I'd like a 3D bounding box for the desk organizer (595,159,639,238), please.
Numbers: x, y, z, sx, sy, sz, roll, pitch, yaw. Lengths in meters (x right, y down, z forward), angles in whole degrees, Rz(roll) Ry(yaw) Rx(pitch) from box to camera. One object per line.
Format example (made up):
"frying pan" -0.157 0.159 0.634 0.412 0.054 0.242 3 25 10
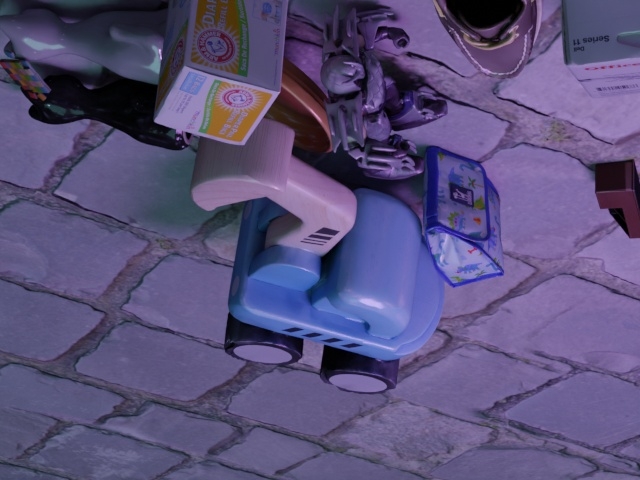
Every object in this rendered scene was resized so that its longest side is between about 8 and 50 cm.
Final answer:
"desk organizer" 0.393 -0.051 1.987 0.050 0.047 0.130 -4 150 18

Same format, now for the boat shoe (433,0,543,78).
"boat shoe" 0.169 -0.260 1.585 0.116 0.097 0.324 -3 150 11

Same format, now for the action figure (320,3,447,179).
"action figure" 0.064 -0.159 1.714 0.099 0.185 0.285 4 168 18

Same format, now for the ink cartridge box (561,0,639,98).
"ink cartridge box" 0.339 -0.212 1.583 0.153 0.087 0.208 -5 175 16

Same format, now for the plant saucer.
"plant saucer" -0.058 -0.174 1.750 0.200 0.037 0.200 33 167 9

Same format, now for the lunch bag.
"lunch bag" 0.175 -0.033 1.961 0.096 0.129 0.151 -18 143 26

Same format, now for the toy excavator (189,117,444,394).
"toy excavator" 0.000 0.000 1.892 0.432 0.222 0.445 17 156 -19

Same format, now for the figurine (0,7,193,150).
"figurine" -0.263 -0.196 1.776 0.209 0.092 0.215 5 150 7

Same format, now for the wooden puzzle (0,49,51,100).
"wooden puzzle" -0.340 -0.189 1.753 0.049 0.006 0.083 8 146 42

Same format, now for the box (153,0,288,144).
"box" -0.100 -0.219 1.583 0.103 0.203 0.114 14 149 -17
